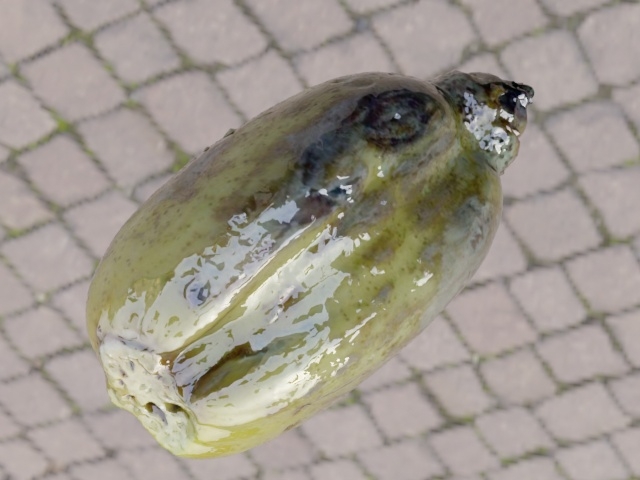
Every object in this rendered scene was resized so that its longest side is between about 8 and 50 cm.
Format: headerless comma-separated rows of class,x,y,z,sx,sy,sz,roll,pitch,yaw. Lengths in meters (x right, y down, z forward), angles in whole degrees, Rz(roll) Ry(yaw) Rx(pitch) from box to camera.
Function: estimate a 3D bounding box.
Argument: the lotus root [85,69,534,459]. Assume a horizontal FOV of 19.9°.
lotus root,0.000,0.000,0.345,0.054,0.099,0.049,56,162,-13
